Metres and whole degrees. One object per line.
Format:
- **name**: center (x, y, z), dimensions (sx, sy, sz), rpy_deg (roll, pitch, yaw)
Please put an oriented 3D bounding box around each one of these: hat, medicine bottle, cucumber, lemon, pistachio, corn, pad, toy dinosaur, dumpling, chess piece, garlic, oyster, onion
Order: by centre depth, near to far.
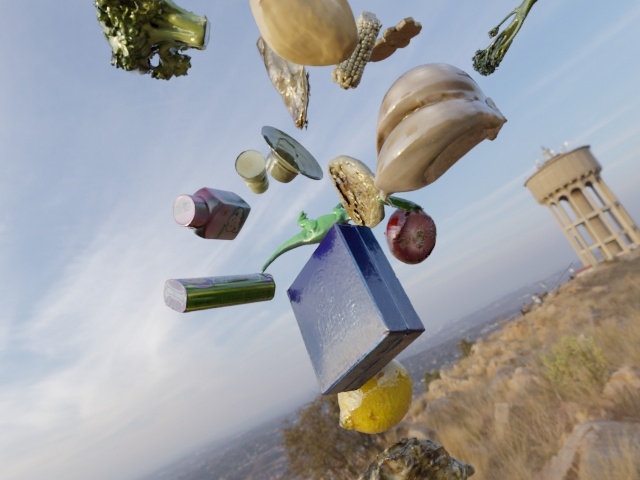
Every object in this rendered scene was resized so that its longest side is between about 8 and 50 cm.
- **pistachio**: center (-0.029, -0.382, 0.743), dimensions (0.200, 0.117, 0.145), rpy_deg (26, -66, -30)
- **oyster**: center (0.182, 0.539, 0.950), dimensions (0.395, 0.111, 0.205), rpy_deg (-20, -56, -18)
- **dumpling**: center (-0.091, -0.416, 1.003), dimensions (0.085, 0.332, 0.166), rpy_deg (-10, -35, -18)
- **garlic**: center (0.221, -0.251, 1.007), dimensions (0.340, 0.232, 0.245), rpy_deg (-40, -20, 24)
- **medicine bottle**: center (-0.282, -0.068, 1.110), dimensions (0.119, 0.094, 0.188), rpy_deg (-58, -26, 15)
- **lemon**: center (0.148, 0.415, 1.168), dimensions (0.256, 0.188, 0.188), rpy_deg (-30, -10, -34)
- **corn**: center (0.102, -0.516, 1.174), dimensions (0.087, 0.087, 0.211), rpy_deg (-1, -57, -54)
- **pad**: center (0.598, 0.182, 1.248), dimensions (0.323, 0.055, 0.249), rpy_deg (-43, -20, 27)
- **cucumber**: center (0.249, -0.114, 1.332), dimensions (0.154, 0.037, 0.037), rpy_deg (13, -24, -6)
- **hat**: center (-0.117, -0.245, 1.393), dimensions (0.110, 0.252, 0.252), rpy_deg (-47, -24, 24)
- **onion**: center (0.354, -0.025, 1.718), dimensions (0.247, 0.248, 0.161), rpy_deg (-19, 23, -17)
- **chess piece**: center (-0.285, -0.281, 1.884), dimensions (0.133, 0.133, 0.243), rpy_deg (-23, -16, -5)
- **toy dinosaur**: center (0.000, 0.000, 1.901), dimensions (0.374, 0.144, 0.500), rpy_deg (9, 53, 49)

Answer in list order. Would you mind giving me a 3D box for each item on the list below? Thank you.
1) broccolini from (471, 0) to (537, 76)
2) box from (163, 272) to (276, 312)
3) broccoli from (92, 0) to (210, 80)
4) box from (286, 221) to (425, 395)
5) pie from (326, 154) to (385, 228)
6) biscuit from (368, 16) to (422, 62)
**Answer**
- **broccolini**: center (0.506, -0.613, 1.093), dimensions (0.073, 0.079, 0.392), rpy_deg (15, -63, -18)
- **box**: center (-0.309, 0.157, 1.378), dimensions (0.134, 0.097, 0.345), rpy_deg (10, 6, 42)
- **broccoli**: center (-0.466, -0.618, 1.193), dimensions (0.317, 0.277, 0.338), rpy_deg (36, -50, -25)
- **box**: center (0.057, 0.150, 0.952), dimensions (0.116, 0.279, 0.261), rpy_deg (4, -44, -36)
- **pie**: center (0.136, -0.189, 1.711), dimensions (0.077, 0.339, 0.339), rpy_deg (-29, -14, -18)
- **biscuit**: center (0.258, -0.729, 1.582), dimensions (0.225, 0.036, 0.165), rpy_deg (-29, -10, 38)
